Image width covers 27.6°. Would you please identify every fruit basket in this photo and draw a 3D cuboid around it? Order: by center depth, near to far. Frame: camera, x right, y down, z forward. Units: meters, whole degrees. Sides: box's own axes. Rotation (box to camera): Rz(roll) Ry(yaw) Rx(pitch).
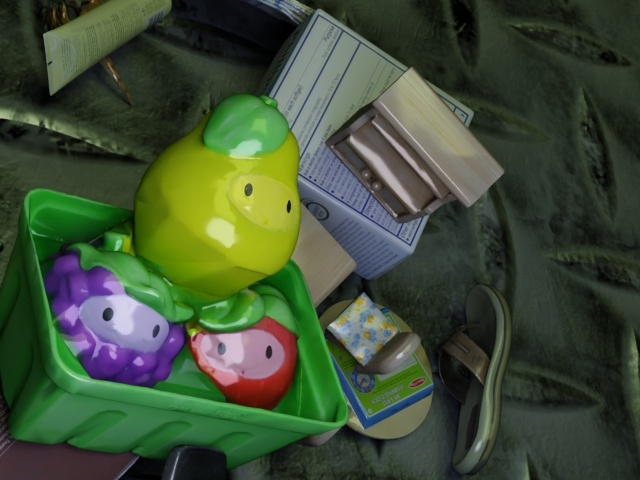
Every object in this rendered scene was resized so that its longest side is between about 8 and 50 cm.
[{"bbox_3d":[-0.125,0.045,1.359,0.392,0.392,0.283,6,46,-30],"label":"fruit basket"}]

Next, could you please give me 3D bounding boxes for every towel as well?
[{"bbox_3d":[-0.089,-0.364,1.984,0.285,0.209,0.034,25,93,-18],"label":"towel"}]

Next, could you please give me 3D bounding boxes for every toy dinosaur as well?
[{"bbox_3d":[-0.323,-0.301,1.854,0.112,0.064,0.211,4,59,-32],"label":"toy dinosaur"}]

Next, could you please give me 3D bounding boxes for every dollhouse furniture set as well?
[{"bbox_3d":[0.000,0.000,1.616,0.394,0.256,0.362,-44,96,-14],"label":"dollhouse furniture set"}]

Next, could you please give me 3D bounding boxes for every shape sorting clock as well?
[{"bbox_3d":[0.071,0.178,1.807,0.206,0.040,0.206,19,51,-25],"label":"shape sorting clock"}]

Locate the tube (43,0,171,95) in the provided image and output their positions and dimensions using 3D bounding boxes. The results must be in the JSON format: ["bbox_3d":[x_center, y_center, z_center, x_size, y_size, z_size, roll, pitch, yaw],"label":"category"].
[{"bbox_3d":[-0.300,-0.293,1.800,0.070,0.062,0.240,55,46,-11],"label":"tube"}]

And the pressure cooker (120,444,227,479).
[{"bbox_3d":[-0.098,0.435,1.291,0.370,0.420,0.375,-51,132,-44],"label":"pressure cooker"}]

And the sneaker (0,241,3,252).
[{"bbox_3d":[-0.424,0.046,1.565,0.073,0.063,0.162,29,50,-18],"label":"sneaker"}]

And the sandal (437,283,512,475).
[{"bbox_3d":[0.210,0.184,1.849,0.086,0.120,0.303,16,53,-6],"label":"sandal"}]

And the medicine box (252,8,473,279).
[{"bbox_3d":[0.033,-0.136,1.882,0.289,0.149,0.263,32,62,-11],"label":"medicine box"}]

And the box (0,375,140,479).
[{"bbox_3d":[-0.343,0.243,1.414,0.203,0.168,0.167,43,47,0],"label":"box"}]
